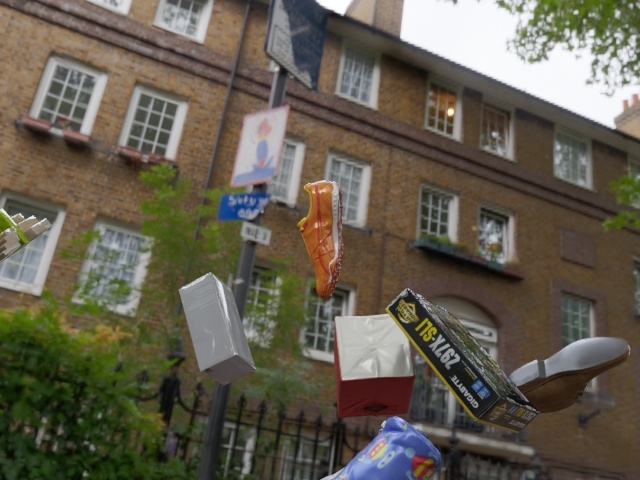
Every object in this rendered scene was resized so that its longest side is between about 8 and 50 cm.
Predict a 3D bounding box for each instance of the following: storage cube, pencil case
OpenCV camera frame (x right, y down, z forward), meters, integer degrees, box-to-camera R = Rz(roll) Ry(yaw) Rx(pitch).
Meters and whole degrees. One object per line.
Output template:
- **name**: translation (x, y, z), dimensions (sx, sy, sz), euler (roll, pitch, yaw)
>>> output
- **storage cube**: translation (0.131, 0.316, 1.680), dimensions (0.183, 0.215, 0.193), euler (-3, -41, -2)
- **pencil case**: translation (0.075, 0.441, 1.173), dimensions (0.133, 0.306, 0.119), euler (38, -13, 46)

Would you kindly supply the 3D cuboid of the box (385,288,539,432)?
- **box**: translation (0.311, 0.264, 1.463), dimensions (0.079, 0.322, 0.257), euler (-46, -38, 10)

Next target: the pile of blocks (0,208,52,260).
- **pile of blocks**: translation (-0.678, 0.019, 1.266), dimensions (0.148, 0.362, 0.113), euler (-29, -75, 32)

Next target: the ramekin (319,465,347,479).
- **ramekin**: translation (0.124, 0.596, 1.413), dimensions (0.135, 0.277, 0.277), euler (-25, -3, -34)

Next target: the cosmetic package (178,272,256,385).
- **cosmetic package**: translation (-0.250, 0.214, 1.606), dimensions (0.107, 0.238, 0.127), euler (-29, -31, 4)

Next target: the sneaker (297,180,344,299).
- **sneaker**: translation (0.000, 0.000, 0.989), dimensions (0.067, 0.175, 0.064), euler (-1, -7, 9)

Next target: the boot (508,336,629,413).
- **boot**: translation (0.619, 0.329, 1.620), dimensions (0.305, 0.112, 0.115), euler (-32, -80, 32)
